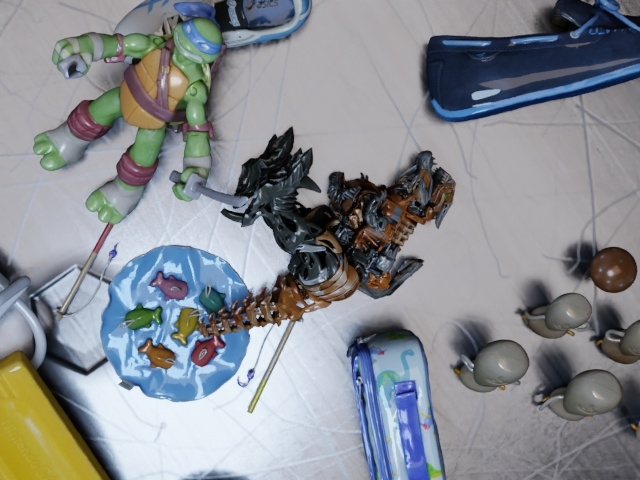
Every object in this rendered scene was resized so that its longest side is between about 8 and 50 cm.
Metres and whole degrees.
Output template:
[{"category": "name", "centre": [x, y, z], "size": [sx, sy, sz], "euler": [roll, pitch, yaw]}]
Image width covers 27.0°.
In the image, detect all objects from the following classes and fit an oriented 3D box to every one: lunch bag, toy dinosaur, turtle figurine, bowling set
[{"category": "lunch bag", "centre": [0.090, 0.213, 1.511], "size": [0.090, 0.176, 0.219], "euler": [-11, 94, -2]}, {"category": "toy dinosaur", "centre": [0.000, 0.000, 1.519], "size": [0.322, 0.164, 0.218], "euler": [-45, 111, -20]}, {"category": "turtle figurine", "centre": [-0.215, -0.117, 1.430], "size": [0.198, 0.266, 0.274], "euler": [20, 50, -26]}, {"category": "bowling set", "centre": [0.322, 0.120, 1.549], "size": [0.287, 0.154, 0.200], "euler": [23, 73, -2]}]

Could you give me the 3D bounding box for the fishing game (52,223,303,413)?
[{"category": "fishing game", "centre": [-0.171, 0.099, 1.565], "size": [0.264, 0.041, 0.189], "euler": [30, 89, -3]}]

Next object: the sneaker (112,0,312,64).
[{"category": "sneaker", "centre": [-0.126, -0.256, 1.526], "size": [0.237, 0.086, 0.085], "euler": [-14, 95, 0]}]

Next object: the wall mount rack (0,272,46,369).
[{"category": "wall mount rack", "centre": [-0.498, 0.075, 1.515], "size": [0.350, 0.130, 0.304], "euler": [44, 119, -2]}]

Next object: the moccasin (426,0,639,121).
[{"category": "moccasin", "centre": [0.287, -0.226, 1.516], "size": [0.342, 0.138, 0.116], "euler": [-13, 89, -2]}]

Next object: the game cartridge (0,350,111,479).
[{"category": "game cartridge", "centre": [-0.408, 0.315, 1.518], "size": [0.324, 0.052, 0.285], "euler": [-28, 114, 1]}]
